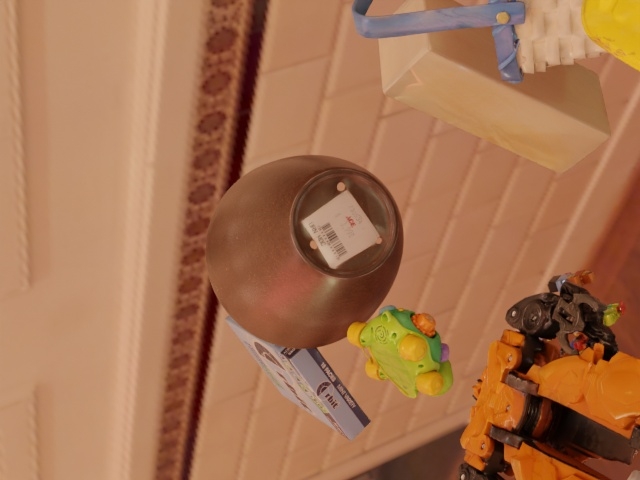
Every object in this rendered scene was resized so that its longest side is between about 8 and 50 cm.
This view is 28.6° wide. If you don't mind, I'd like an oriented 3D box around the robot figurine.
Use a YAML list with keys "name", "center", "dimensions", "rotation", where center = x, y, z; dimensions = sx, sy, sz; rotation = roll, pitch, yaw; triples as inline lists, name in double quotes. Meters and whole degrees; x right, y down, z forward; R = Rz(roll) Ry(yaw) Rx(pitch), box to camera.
- name: "robot figurine"
  center: [0.200, 0.147, 0.897]
  dimensions: [0.291, 0.085, 0.211]
  rotation: [22, 94, 66]

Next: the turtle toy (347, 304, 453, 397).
- name: "turtle toy"
  center: [0.092, 0.114, 1.259]
  dimensions: [0.095, 0.066, 0.130]
  rotation: [12, 141, 44]

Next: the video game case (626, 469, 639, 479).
- name: "video game case"
  center: [0.454, 0.497, 1.609]
  dimensions: [0.300, 0.036, 0.329]
  rotation: [31, 117, 13]

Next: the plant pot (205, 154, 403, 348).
- name: "plant pot"
  center: [0.000, 0.000, 1.298]
  dimensions: [0.230, 0.215, 0.215]
  rotation: [149, 101, -77]

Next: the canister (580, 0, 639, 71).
- name: "canister"
  center: [0.245, -0.115, 0.765]
  dimensions: [0.126, 0.170, 0.073]
  rotation: [38, 107, 32]

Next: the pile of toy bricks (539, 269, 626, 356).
- name: "pile of toy bricks"
  center: [0.386, 0.112, 1.802]
  dimensions: [0.105, 0.212, 0.118]
  rotation: [-12, 105, 32]

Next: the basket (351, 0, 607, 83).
- name: "basket"
  center: [0.189, -0.287, 1.284]
  dimensions: [0.255, 0.288, 0.201]
  rotation: [-75, -26, -50]

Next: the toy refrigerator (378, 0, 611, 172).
- name: "toy refrigerator"
  center: [0.198, -0.178, 1.439]
  dimensions: [0.094, 0.269, 0.102]
  rotation: [-41, 40, 41]

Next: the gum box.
- name: "gum box"
  center: [-0.032, 0.169, 1.641]
  dimensions: [0.184, 0.041, 0.157]
  rotation: [23, 151, 56]
